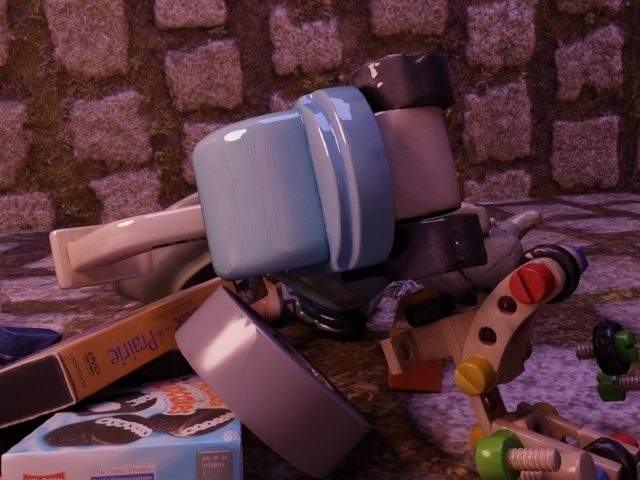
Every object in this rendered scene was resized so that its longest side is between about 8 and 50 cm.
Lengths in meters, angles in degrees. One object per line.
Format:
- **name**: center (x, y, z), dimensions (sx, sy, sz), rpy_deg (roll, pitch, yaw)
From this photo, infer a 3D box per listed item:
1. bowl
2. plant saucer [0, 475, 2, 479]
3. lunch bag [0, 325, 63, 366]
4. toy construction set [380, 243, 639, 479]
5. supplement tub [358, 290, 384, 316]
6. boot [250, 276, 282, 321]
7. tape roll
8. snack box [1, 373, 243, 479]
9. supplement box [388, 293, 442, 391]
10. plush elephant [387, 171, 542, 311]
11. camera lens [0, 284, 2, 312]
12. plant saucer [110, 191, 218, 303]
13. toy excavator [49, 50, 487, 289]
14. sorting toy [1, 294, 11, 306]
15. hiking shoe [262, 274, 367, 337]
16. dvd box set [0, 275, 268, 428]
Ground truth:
- **bowl**: center (0.000, 0.000, 0.963), dimensions (0.311, 0.163, 0.311), rpy_deg (29, -11, 6)
- **plant saucer**: center (-0.331, 0.273, 0.469), dimensions (0.258, 0.048, 0.259), rpy_deg (-2, 9, 5)
- **lunch bag**: center (-0.470, 0.175, 0.972), dimensions (0.098, 0.065, 0.067), rpy_deg (11, -4, -43)
- **toy construction set**: center (0.167, 0.167, 0.621), dimensions (0.237, 0.257, 0.309), rpy_deg (-17, 22, 40)
- **supplement tub**: center (0.079, 0.111, 1.194), dimensions (0.071, 0.071, 0.107), rpy_deg (1, 11, 21)
- **boot**: center (-0.189, 0.110, 1.208), dimensions (0.206, 0.090, 0.248), rpy_deg (-3, 12, -9)
- **tape roll**: center (-0.049, 0.146, 0.645), dimensions (0.072, 0.219, 0.219), rpy_deg (-48, 20, -6)
- **snack box**: center (-0.173, 0.195, 0.638), dimensions (0.187, 0.060, 0.322), rpy_deg (-1, -2, -7)
- **supplement box**: center (0.153, 0.150, 0.940), dimensions (0.080, 0.078, 0.233), rpy_deg (-1, 11, 11)
- **plush elephant**: center (0.305, 0.013, 1.177), dimensions (0.330, 0.272, 0.255), rpy_deg (-45, 19, -31)
- **camera lens**: center (-0.525, 0.091, 0.686), dimensions (0.274, 0.219, 0.219), rpy_deg (-21, -1, 32)
- **plant saucer**: center (-0.224, 0.034, 1.255), dimensions (0.400, 0.100, 0.400), rpy_deg (-31, -17, -11)
- **toy excavator**: center (-0.101, -0.035, 0.720), dimensions (0.445, 0.222, 0.433), rpy_deg (-9, -3, -17)
- **sorting toy**: center (-0.731, 0.155, 1.064), dimensions (0.229, 0.041, 0.307), rpy_deg (-15, 0, 8)
- **hiking shoe**: center (-0.016, 0.060, 1.122), dimensions (0.113, 0.132, 0.304), rpy_deg (1, 29, -42)
- **dvd box set**: center (-0.296, 0.146, 0.838), dimensions (0.307, 0.062, 0.420), rpy_deg (-21, 2, 23)
